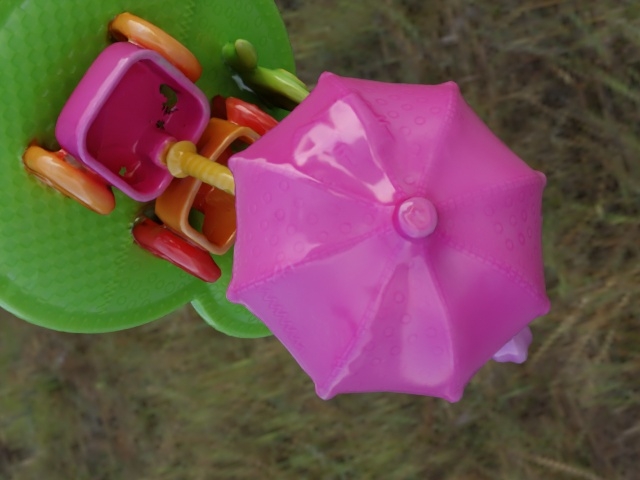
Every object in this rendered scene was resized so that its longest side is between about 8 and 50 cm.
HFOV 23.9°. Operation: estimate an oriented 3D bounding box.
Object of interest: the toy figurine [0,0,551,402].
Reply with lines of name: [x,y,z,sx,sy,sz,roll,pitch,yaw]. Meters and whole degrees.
toy figurine: [0.000,0.000,0.422,0.159,0.130,0.173,26,170,46]
